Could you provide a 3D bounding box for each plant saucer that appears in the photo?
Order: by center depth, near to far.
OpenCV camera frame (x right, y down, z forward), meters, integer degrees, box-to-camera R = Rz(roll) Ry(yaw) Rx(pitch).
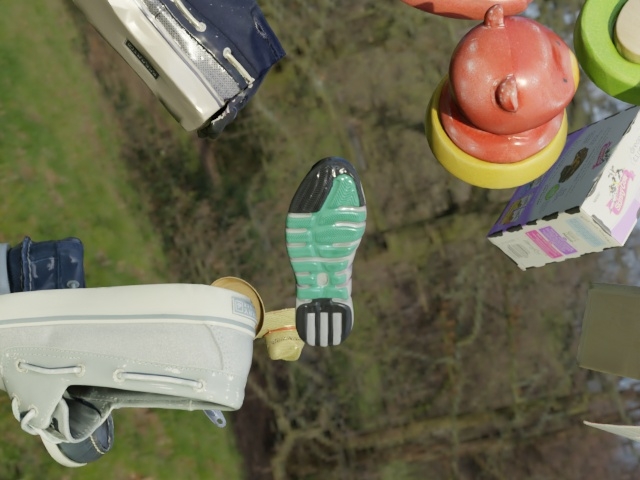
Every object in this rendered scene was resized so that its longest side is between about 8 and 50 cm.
[{"bbox_3d":[-0.099,0.081,1.454,0.015,0.083,0.083,-29,104,-60],"label":"plant saucer"}]

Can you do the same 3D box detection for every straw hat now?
[{"bbox_3d":[-0.055,0.158,1.920,0.144,0.144,0.061,53,27,-66],"label":"straw hat"}]

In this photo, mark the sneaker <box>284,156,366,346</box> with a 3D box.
[{"bbox_3d":[0.000,0.000,1.309,0.098,0.083,0.223,-95,-171,-60],"label":"sneaker"}]

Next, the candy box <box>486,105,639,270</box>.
[{"bbox_3d":[0.306,-0.059,1.427,0.070,0.165,0.196,41,-22,-12],"label":"candy box"}]

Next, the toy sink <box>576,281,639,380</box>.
[{"bbox_3d":[0.474,0.138,1.619,0.234,0.153,0.131,5,-96,66],"label":"toy sink"}]

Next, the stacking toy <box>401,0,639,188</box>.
[{"bbox_3d":[0.193,-0.227,1.026,0.130,0.279,0.309,81,-8,-68],"label":"stacking toy"}]

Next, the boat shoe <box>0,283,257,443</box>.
[{"bbox_3d":[-0.146,0.076,0.714,0.079,0.227,0.081,41,46,-60],"label":"boat shoe"}]

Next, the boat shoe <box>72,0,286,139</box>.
[{"bbox_3d":[-0.193,-0.301,1.537,0.340,0.158,0.127,52,-21,-11],"label":"boat shoe"}]

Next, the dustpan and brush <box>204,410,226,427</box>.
[{"bbox_3d":[-0.216,0.207,1.935,0.211,0.147,0.060,54,1,-14],"label":"dustpan and brush"}]

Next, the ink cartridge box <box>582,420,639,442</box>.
[{"bbox_3d":[0.292,0.119,0.820,0.145,0.179,0.045,22,72,-39],"label":"ink cartridge box"}]

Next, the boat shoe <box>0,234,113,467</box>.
[{"bbox_3d":[-0.191,0.090,0.961,0.095,0.079,0.254,-102,-177,-48],"label":"boat shoe"}]
